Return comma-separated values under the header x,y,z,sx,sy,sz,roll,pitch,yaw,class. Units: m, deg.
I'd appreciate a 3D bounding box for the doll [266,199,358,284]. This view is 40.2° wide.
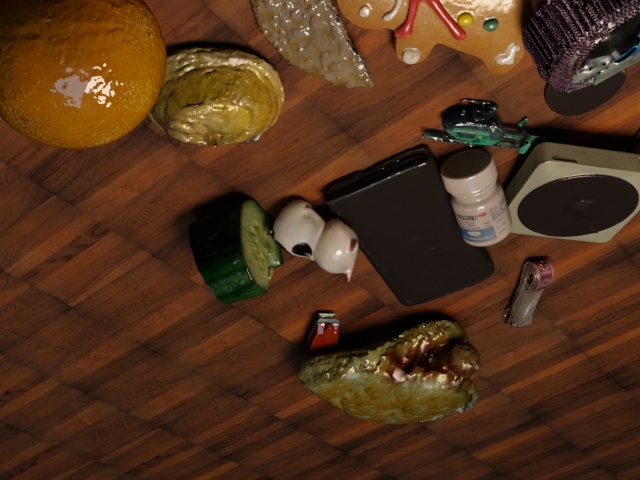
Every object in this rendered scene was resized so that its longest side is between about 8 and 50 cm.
x,y,z,sx,sy,sz,roll,pitch,yaw,class
-0.005,-0.004,1.705,0.180,0.107,0.110,23,139,14,doll

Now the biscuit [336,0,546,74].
x,y,z,sx,sy,sz,roll,pitch,yaw,class
0.187,-0.360,1.379,0.339,0.047,0.216,12,132,-12,biscuit

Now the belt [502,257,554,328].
x,y,z,sx,sy,sz,roll,pitch,yaw,class
0.471,0.129,1.986,0.053,0.071,0.232,-13,143,-18,belt

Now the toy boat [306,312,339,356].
x,y,z,sx,sy,sz,roll,pitch,yaw,class
0.006,0.222,2.037,0.069,0.059,0.173,1,145,-9,toy boat

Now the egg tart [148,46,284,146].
x,y,z,sx,sy,sz,roll,pitch,yaw,class
-0.178,-0.224,1.476,0.252,0.098,0.232,21,135,-34,egg tart

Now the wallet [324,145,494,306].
x,y,z,sx,sy,sz,roll,pitch,yaw,class
0.192,-0.014,1.792,0.228,0.062,0.406,-21,136,16,wallet

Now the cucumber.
x,y,z,sx,sy,sz,roll,pitch,yaw,class
-0.162,0.019,1.692,0.130,0.191,0.191,-25,136,19,cucumber

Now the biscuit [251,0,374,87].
x,y,z,sx,sy,sz,roll,pitch,yaw,class
-0.028,-0.342,1.388,0.141,0.038,0.290,-9,139,26,biscuit

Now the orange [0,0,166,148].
x,y,z,sx,sy,sz,roll,pitch,yaw,class
-0.363,-0.262,1.272,0.274,0.274,0.274,-4,139,-4,orange

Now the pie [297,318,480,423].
x,y,z,sx,sy,sz,roll,pitch,yaw,class
0.168,0.327,2.089,0.418,0.180,0.395,-8,151,6,pie

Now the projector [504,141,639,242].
x,y,z,sx,sy,sz,roll,pitch,yaw,class
0.497,-0.094,1.707,0.257,0.079,0.259,7,149,-9,projector

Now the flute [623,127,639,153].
x,y,z,sx,sy,sz,roll,pitch,yaw,class
0.591,-0.159,1.718,0.014,0.014,0.269,7,137,-16,flute

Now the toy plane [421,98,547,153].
x,y,z,sx,sy,sz,roll,pitch,yaw,class
0.309,-0.199,1.599,0.235,0.060,0.096,7,145,-11,toy plane

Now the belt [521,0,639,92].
x,y,z,sx,sy,sz,roll,pitch,yaw,class
0.473,-0.356,1.347,0.325,0.122,0.260,-29,161,7,belt

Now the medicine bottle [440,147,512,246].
x,y,z,sx,sy,sz,roll,pitch,yaw,class
0.298,-0.080,1.662,0.105,0.105,0.168,-17,123,11,medicine bottle

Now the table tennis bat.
x,y,z,sx,sy,sz,roll,pitch,yaw,class
0.493,-0.299,1.540,0.130,0.019,0.220,21,133,-30,table tennis bat
